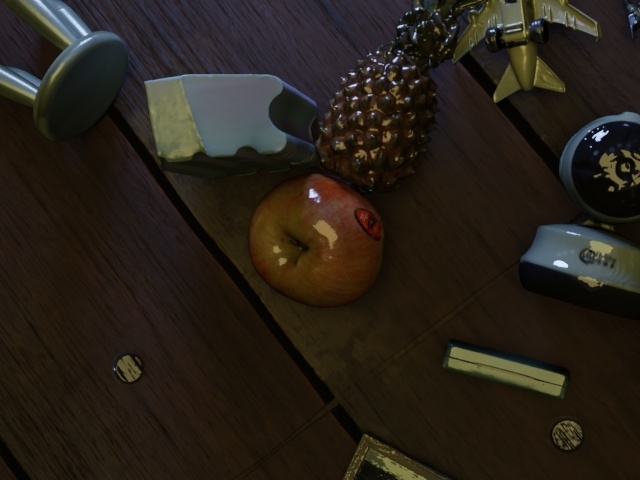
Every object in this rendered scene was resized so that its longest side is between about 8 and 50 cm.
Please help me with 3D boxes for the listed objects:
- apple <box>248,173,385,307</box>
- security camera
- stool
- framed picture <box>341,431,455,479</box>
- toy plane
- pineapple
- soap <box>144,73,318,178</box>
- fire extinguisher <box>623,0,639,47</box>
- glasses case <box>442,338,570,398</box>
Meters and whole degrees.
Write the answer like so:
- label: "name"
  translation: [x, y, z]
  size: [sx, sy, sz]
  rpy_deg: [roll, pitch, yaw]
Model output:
- label: "apple"
  translation: [0.000, 0.000, 1.498]
  size: [0.209, 0.164, 0.210]
  rpy_deg: [10, 110, 30]
- label: "security camera"
  translation: [0.405, -0.042, 1.419]
  size: [0.197, 0.191, 0.277]
  rpy_deg: [15, 92, 12]
- label: "stool"
  translation: [-0.437, -0.287, 1.576]
  size: [0.198, 0.195, 0.195]
  rpy_deg: [36, 96, 10]
- label: "framed picture"
  translation: [0.162, 0.478, 1.523]
  size: [0.335, 0.022, 0.247]
  rpy_deg: [26, 95, 17]
- label: "toy plane"
  translation: [0.291, -0.332, 1.478]
  size: [0.229, 0.092, 0.244]
  rpy_deg: [-6, 101, 28]
- label: "pineapple"
  translation: [0.119, -0.250, 1.484]
  size: [0.175, 0.175, 0.361]
  rpy_deg: [22, 93, 10]
- label: "soap"
  translation: [-0.130, -0.160, 1.439]
  size: [0.208, 0.347, 0.115]
  rpy_deg: [-7, 90, 11]
- label: "fire extinguisher"
  translation: [0.542, -0.399, 1.447]
  size: [0.294, 0.093, 0.118]
  rpy_deg: [-42, 57, 8]
- label: "glasses case"
  translation: [0.276, 0.191, 1.496]
  size: [0.184, 0.078, 0.039]
  rpy_deg: [14, 93, 11]
